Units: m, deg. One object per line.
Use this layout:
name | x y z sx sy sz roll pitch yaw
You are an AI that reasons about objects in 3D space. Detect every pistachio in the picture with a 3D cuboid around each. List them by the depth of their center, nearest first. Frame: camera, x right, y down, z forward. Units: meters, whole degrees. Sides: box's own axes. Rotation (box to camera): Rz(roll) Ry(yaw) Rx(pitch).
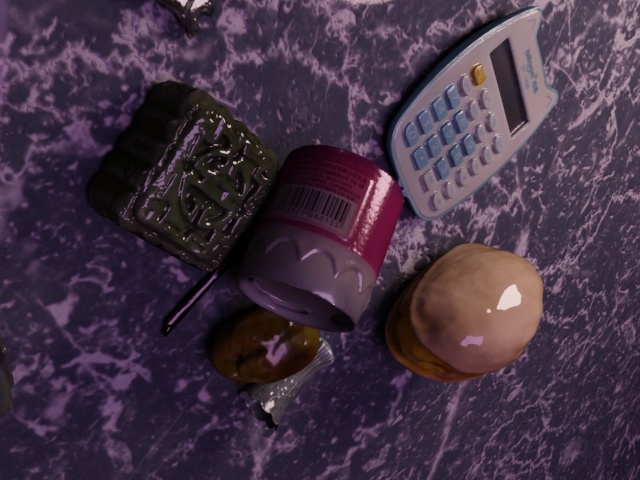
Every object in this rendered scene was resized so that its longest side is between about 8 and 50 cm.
pistachio | -0.066 0.135 1.002 0.189 0.100 0.110 -16 122 -36
pistachio | 0.260 0.124 1.231 0.309 0.230 0.229 -22 122 -28

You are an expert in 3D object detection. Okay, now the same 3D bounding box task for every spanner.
spanner | -0.200 -0.278 0.727 0.254 0.015 0.054 16 91 -55

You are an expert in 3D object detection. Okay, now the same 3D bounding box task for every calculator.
calculator | 0.251 -0.203 1.178 0.386 0.054 0.256 -44 132 -17

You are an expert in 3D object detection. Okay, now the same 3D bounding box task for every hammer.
hammer | -0.155 0.055 0.946 0.178 0.021 0.065 -48 133 -13

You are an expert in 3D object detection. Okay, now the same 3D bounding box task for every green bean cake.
green bean cake | -0.153 -0.071 0.846 0.183 0.094 0.185 -59 140 -7

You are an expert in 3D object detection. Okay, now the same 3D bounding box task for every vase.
vase | -0.045 0.209 1.075 0.149 0.081 0.081 -43 132 -26

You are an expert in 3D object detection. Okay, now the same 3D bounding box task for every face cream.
face cream | 0.000 0.000 0.921 0.175 0.175 0.195 45 60 -44

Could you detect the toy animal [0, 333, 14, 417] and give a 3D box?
toy animal | -0.419 0.154 0.683 0.236 0.108 0.138 -23 123 -33
